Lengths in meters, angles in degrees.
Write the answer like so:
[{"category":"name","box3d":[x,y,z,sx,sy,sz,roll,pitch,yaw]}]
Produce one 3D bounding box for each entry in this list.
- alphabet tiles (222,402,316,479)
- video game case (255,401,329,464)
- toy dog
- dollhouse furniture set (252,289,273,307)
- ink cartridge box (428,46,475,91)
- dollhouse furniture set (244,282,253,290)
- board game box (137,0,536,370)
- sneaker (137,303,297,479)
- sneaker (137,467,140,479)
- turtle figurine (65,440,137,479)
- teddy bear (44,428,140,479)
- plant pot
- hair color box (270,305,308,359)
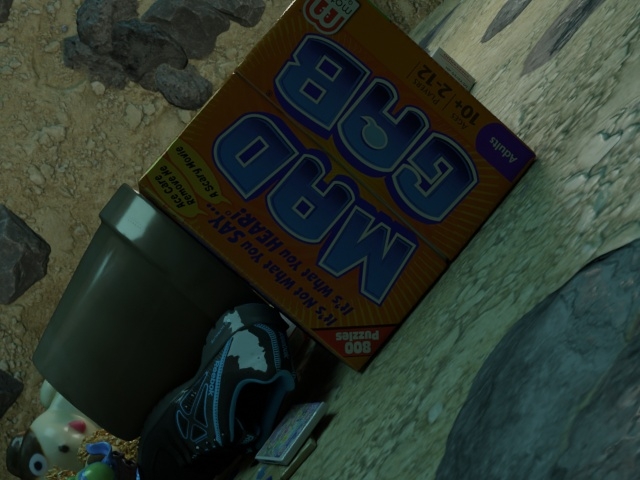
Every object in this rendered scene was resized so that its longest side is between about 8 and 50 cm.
[{"category":"alphabet tiles","box3d":[-0.126,0.355,1.310,0.342,0.011,0.285,-49,8,1]},{"category":"video game case","box3d":[-0.036,0.236,1.293,0.087,0.011,0.122,-52,8,-19]},{"category":"toy dog","box3d":[-0.530,0.395,2.364,0.395,0.284,0.408,-44,12,38]},{"category":"dollhouse furniture set","box3d":[-0.054,0.034,1.860,0.212,0.161,0.242,-44,10,33]},{"category":"ink cartridge box","box3d":[0.236,-0.308,2.080,0.061,0.104,0.181,-40,12,47]},{"category":"dollhouse furniture set","box3d":[-0.153,0.148,2.003,0.144,0.123,0.151,-46,9,25]},{"category":"board game box","box3d":[-0.001,-0.090,1.448,0.356,0.356,0.356,-50,8,-5]},{"category":"sneaker","box3d":[-0.143,0.248,1.404,0.341,0.125,0.140,-61,35,24]},{"category":"sneaker","box3d":[-0.301,0.409,1.760,0.209,0.082,0.069,-47,6,8]},{"category":"turtle figurine","box3d":[-0.350,0.430,1.424,0.266,0.197,0.275,108,164,-49]},{"category":"teddy bear","box3d":[-0.386,0.401,1.964,0.245,0.113,0.338,-10,10,10]},{"category":"plant pot","box3d":[-0.253,0.124,1.524,0.280,0.323,0.323,-49,8,-7]},{"category":"hair color box","box3d":[-0.112,0.149,1.688,0.167,0.053,0.093,12,47,27]}]
